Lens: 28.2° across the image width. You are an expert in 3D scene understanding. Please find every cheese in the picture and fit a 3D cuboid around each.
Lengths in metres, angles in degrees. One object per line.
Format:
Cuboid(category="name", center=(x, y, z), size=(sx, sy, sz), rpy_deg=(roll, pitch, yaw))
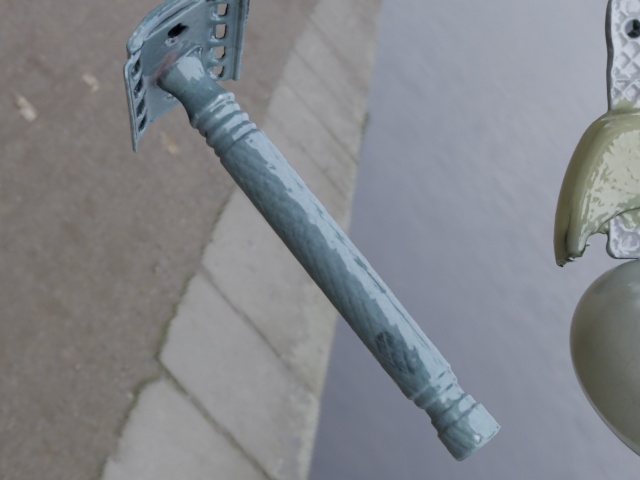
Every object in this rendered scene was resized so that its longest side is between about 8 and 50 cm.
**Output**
Cuboid(category="cheese", center=(0.260, -0.095, 1.080), size=(0.050, 0.127, 0.235), rpy_deg=(-28, 116, -86))

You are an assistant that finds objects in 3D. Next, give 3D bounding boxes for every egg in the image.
Cuboid(category="egg", center=(0.297, 0.108, 1.055), size=(0.151, 0.151, 0.209), rpy_deg=(24, 26, -54))

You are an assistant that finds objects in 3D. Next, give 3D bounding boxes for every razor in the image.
Cuboid(category="razor", center=(0.000, 0.000, 0.577), size=(0.232, 0.068, 0.106), rpy_deg=(51, -13, 7))
